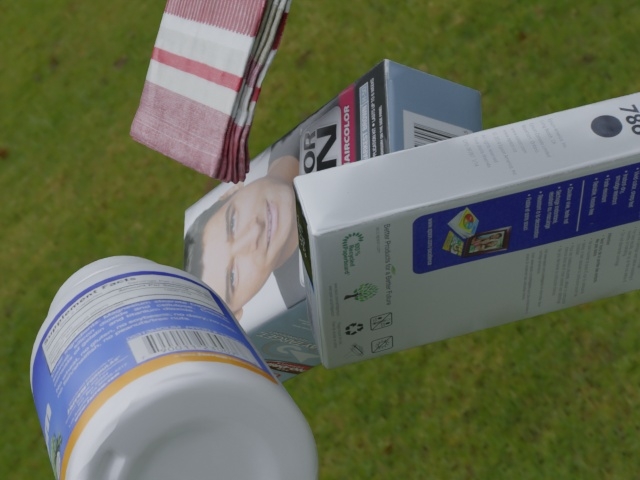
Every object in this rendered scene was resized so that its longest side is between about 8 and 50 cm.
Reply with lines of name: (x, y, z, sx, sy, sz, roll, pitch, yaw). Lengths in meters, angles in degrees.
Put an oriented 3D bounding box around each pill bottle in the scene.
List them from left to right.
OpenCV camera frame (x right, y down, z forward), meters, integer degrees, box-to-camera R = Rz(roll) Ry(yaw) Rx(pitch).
pill bottle: (-0.110, 0.104, 0.883, 0.152, 0.152, 0.272, -42, 25, -3)

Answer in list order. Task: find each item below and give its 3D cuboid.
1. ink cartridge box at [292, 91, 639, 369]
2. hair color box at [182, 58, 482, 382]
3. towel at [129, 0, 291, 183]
ink cartridge box: (0.150, -0.012, 0.966, 0.333, 0.165, 0.065, -12, 51, -7)
hair color box: (0.000, 0.000, 1.277, 0.374, 0.113, 0.185, -33, 51, 51)
towel: (-0.083, -0.228, 1.222, 0.237, 0.037, 0.329, 29, 103, 60)
